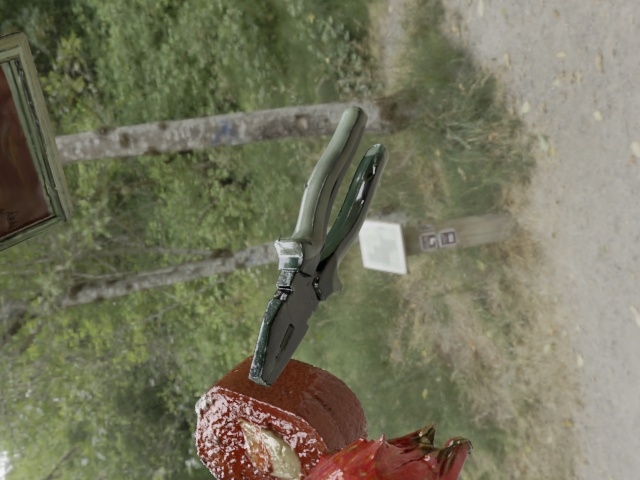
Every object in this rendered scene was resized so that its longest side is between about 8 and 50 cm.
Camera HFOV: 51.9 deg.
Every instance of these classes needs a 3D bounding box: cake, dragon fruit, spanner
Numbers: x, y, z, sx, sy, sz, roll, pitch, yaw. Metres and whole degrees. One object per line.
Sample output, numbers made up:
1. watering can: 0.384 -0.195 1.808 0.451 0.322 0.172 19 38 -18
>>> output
1. cake: -0.067 0.297 1.057 0.151 0.283 0.177 -35 -53 -52
2. dragon fruit: 0.059 0.300 0.670 0.210 0.268 0.205 39 173 -7
3. spanner: 0.000 0.000 0.684 0.095 0.040 0.325 49 -127 -40

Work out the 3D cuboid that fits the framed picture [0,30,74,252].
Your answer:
1. framed picture: -0.319 -0.021 0.472 0.016 0.273 0.216 48 152 24
